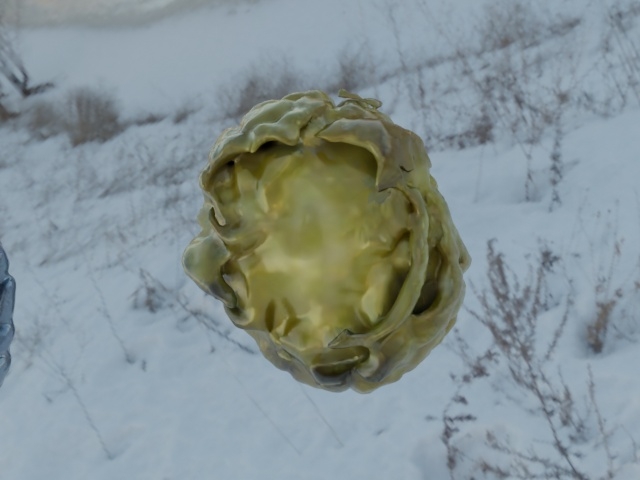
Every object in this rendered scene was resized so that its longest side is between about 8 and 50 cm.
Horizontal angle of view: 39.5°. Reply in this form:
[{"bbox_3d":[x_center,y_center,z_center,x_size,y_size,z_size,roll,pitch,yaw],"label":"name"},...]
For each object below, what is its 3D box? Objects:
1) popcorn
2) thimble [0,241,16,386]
[{"bbox_3d":[0.000,0.000,0.734,0.250,0.250,0.190,-15,1,34],"label":"popcorn"},{"bbox_3d":[-0.224,0.026,0.426,0.118,0.151,0.127,-7,23,18],"label":"thimble"}]
